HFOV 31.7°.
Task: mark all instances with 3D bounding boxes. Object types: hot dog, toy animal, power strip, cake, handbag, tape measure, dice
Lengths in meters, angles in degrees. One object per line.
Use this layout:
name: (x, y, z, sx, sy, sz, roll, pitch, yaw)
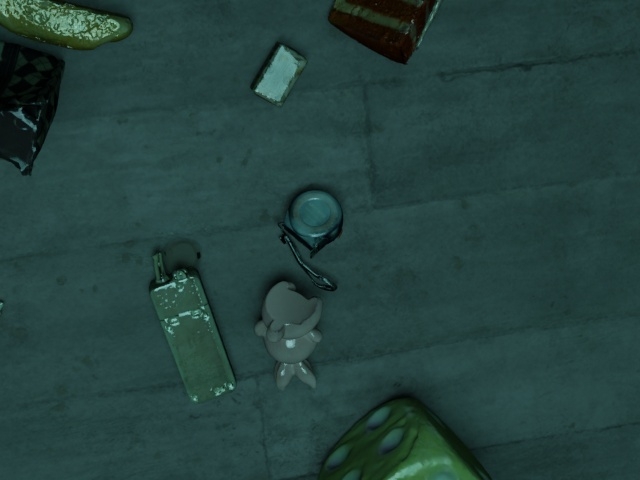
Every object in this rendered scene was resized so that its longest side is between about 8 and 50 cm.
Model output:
hot dog: (-0.423, -0.351, 1.797, 0.242, 0.084, 0.073, 13, 107, -13)
toy animal: (-0.057, 0.173, 2.008, 0.124, 0.124, 0.213, -6, 139, -8)
power strip: (-0.232, 0.146, 1.985, 0.093, 0.053, 0.288, -18, 107, -3)
cake: (0.101, -0.389, 1.795, 0.159, 0.262, 0.158, 28, 96, 4)
handbag: (-0.608, -0.227, 1.679, 0.415, 0.317, 0.180, 14, 109, -13)
tape measure: (-0.003, -0.002, 1.992, 0.107, 0.104, 0.180, -43, 144, -19)
dice: (0.163, 0.455, 2.036, 0.252, 0.250, 0.254, -44, 108, 5)

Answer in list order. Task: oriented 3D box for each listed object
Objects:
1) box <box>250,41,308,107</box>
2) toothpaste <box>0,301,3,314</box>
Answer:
box: (-0.070, -0.279, 1.895, 0.062, 0.045, 0.098, 27, 99, -17)
toothpaste: (-0.592, 0.159, 1.946, 0.037, 0.021, 0.140, 38, 99, -18)
